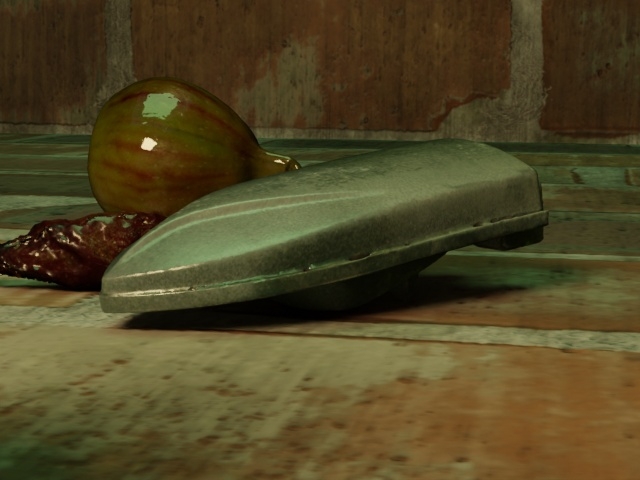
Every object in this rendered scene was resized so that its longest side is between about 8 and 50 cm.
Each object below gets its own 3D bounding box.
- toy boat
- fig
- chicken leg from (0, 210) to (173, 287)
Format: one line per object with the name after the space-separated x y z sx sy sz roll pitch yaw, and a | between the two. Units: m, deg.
0.000 0.000 0.835 0.319 0.092 0.141 -14 16 -37 | toy boat
-0.106 -0.070 1.129 0.186 0.142 0.148 -11 32 12 | fig
-0.164 0.006 0.909 0.253 0.051 0.106 -4 3 -26 | chicken leg
